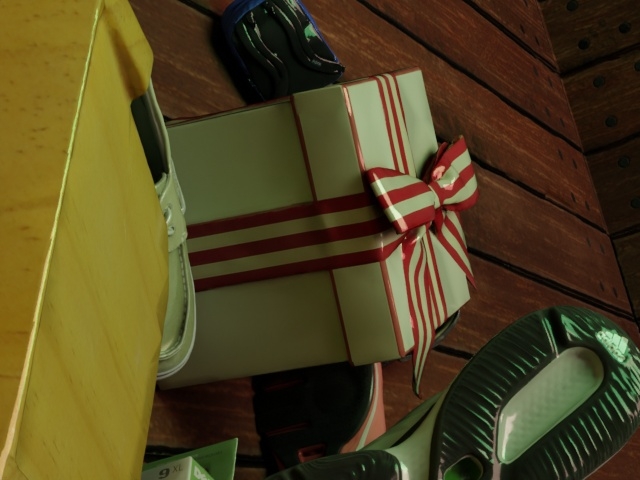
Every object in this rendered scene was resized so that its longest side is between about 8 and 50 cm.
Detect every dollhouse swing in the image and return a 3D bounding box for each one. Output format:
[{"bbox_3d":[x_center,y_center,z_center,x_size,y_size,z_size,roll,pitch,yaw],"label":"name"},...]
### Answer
[{"bbox_3d":[-0.247,0.037,0.978,0.305,0.315,0.346,111,-13,-60],"label":"dollhouse swing"}]

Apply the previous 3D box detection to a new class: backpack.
[{"bbox_3d":[-0.052,-0.210,1.711,0.120,0.098,0.101,55,-3,-31],"label":"backpack"}]

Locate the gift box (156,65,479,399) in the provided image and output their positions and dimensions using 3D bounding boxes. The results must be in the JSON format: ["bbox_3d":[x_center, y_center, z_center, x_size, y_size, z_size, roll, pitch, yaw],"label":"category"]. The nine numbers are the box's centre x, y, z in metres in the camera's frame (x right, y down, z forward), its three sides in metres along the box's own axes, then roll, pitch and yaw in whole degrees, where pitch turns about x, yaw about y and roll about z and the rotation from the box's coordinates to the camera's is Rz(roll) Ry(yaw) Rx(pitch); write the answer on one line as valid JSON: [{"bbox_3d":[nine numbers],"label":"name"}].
[{"bbox_3d":[0.000,0.000,1.394,0.255,0.258,0.276,-39,115,-66],"label":"gift box"}]

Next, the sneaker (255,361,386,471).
[{"bbox_3d":[0.016,0.221,1.505,0.136,0.116,0.313,51,34,-60],"label":"sneaker"}]

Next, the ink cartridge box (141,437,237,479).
[{"bbox_3d":[-0.125,0.221,1.143,0.062,0.109,0.209,52,28,-38],"label":"ink cartridge box"}]

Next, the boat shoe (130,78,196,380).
[{"bbox_3d":[-0.157,-0.029,1.229,0.109,0.094,0.302,-23,106,-28],"label":"boat shoe"}]

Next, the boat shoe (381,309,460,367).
[{"bbox_3d":[0.073,0.085,1.736,0.285,0.092,0.102,-1,72,-67],"label":"boat shoe"}]

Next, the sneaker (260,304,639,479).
[{"bbox_3d":[0.061,0.242,1.298,0.169,0.447,0.257,53,-14,15],"label":"sneaker"}]
